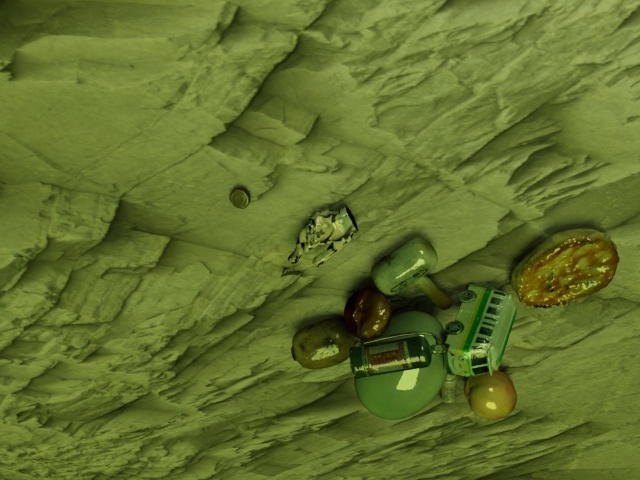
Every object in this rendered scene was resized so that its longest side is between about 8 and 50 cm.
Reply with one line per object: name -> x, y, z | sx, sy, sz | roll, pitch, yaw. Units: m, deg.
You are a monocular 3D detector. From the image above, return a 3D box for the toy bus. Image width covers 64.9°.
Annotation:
toy bus -> 0.472, 0.269, 1.491 | 0.164, 0.276, 0.134 | 5, 134, 33

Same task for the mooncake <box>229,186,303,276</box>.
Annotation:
mooncake -> -0.149, -0.004, 1.432 | 0.150, 0.057, 0.347 | 1, 132, 15

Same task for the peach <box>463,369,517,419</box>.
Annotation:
peach -> 0.607, 0.546, 1.791 | 0.184, 0.184, 0.184 | 0, 128, 0

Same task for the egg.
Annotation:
egg -> 0.258, 0.398, 1.605 | 0.276, 0.276, 0.389 | 18, 113, -14

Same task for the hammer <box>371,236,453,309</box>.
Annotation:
hammer -> 0.309, 0.125, 1.511 | 0.202, 0.113, 0.305 | -35, 126, 27

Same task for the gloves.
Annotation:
gloves -> -0.003, -0.008, 1.401 | 0.212, 0.111, 0.127 | -25, 148, 14

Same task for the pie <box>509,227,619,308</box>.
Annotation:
pie -> 0.724, 0.085, 1.490 | 0.315, 0.092, 0.315 | -2, 132, -3

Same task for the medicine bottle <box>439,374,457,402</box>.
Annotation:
medicine bottle -> 0.449, 0.497, 1.829 | 0.092, 0.061, 0.221 | 7, 130, 19

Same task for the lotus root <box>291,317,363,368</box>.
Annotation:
lotus root -> 0.037, 0.332, 1.646 | 0.278, 0.154, 0.154 | -18, 126, 4

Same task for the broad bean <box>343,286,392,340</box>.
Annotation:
broad bean -> 0.139, 0.219, 1.516 | 0.122, 0.228, 0.156 | 38, 86, -6

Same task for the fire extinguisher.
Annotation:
fire extinguisher -> 0.231, 0.322, 1.421 | 0.294, 0.118, 0.093 | -14, 168, 15
